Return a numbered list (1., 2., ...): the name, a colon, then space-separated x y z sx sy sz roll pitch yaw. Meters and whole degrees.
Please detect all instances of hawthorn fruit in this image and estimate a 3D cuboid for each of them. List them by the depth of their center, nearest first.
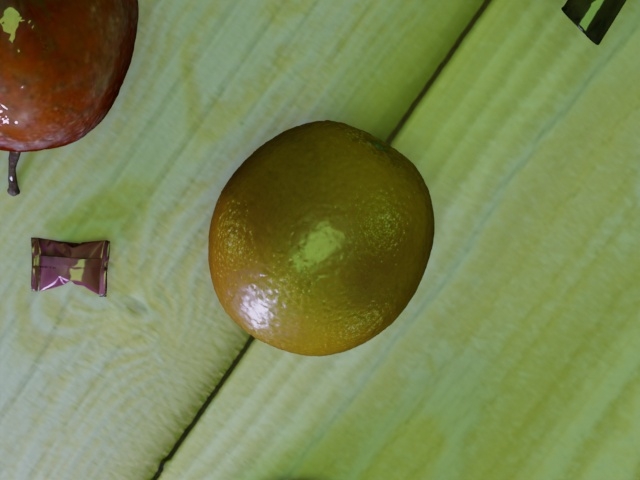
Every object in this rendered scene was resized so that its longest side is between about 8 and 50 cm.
1. hawthorn fruit: -0.275 -0.193 1.821 0.231 0.235 0.263 -32 102 0

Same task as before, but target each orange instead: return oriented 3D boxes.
1. orange: 0.000 0.000 1.880 0.236 0.236 0.236 -1 100 -3

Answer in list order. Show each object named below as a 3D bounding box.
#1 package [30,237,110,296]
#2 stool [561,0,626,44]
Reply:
1. package: -0.257 0.027 1.965 0.083 0.029 0.059 4 96 5
2. stool: 0.245 -0.333 1.815 0.178 0.272 0.272 -44 99 11
